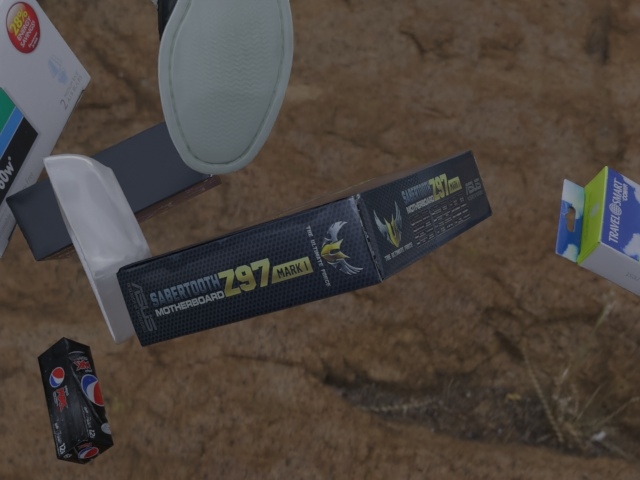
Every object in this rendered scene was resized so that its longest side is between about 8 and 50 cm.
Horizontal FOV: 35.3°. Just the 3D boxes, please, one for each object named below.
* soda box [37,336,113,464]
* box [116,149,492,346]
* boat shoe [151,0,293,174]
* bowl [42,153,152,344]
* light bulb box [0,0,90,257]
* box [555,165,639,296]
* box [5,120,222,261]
[{"bbox_3d":[-0.340,0.220,1.388,0.060,0.053,0.169,-36,54,17],"label":"soda box"},{"bbox_3d":[0.000,0.000,0.704,0.233,0.183,0.059,-25,98,-61],"label":"box"},{"bbox_3d":[-0.084,-0.208,0.830,0.114,0.302,0.091,4,10,-21],"label":"boat shoe"},{"bbox_3d":[-0.181,0.002,0.850,0.053,0.142,0.142,-23,63,-15],"label":"bowl"},{"bbox_3d":[-0.600,-0.182,1.502,0.361,0.225,0.358,3,57,25],"label":"light bulb box"},{"bbox_3d":[0.308,0.006,0.931,0.178,0.042,0.109,27,46,-8],"label":"box"},{"bbox_3d":[-0.281,-0.070,1.411,0.261,0.184,0.103,-26,88,-1],"label":"box"}]
